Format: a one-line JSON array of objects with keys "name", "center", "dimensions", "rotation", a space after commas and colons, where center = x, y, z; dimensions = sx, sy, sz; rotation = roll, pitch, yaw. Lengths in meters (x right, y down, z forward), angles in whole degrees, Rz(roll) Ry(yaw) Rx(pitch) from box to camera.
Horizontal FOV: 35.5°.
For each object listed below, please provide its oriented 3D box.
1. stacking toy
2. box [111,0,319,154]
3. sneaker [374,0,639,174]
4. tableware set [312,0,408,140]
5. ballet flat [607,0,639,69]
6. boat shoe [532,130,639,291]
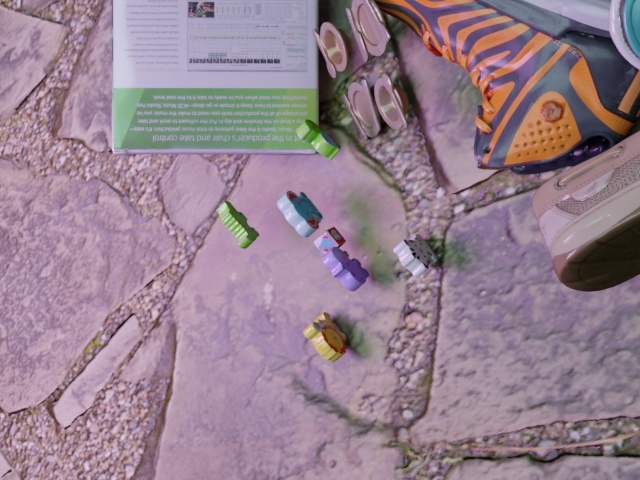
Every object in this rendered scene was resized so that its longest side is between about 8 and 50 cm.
[{"name": "stacking toy", "center": [0.000, 0.000, 1.089], "dimensions": [0.167, 0.052, 0.221], "rotation": [-44, 82, 27]}, {"name": "box", "center": [-0.117, -0.256, 1.125], "dimensions": [0.232, 0.058, 0.322], "rotation": [1, 89, -1]}, {"name": "sneaker", "center": [0.151, -0.164, 0.961], "dimensions": [0.321, 0.124, 0.180], "rotation": [24, 103, 31]}, {"name": "tableware set", "center": [0.044, -0.176, 1.041], "dimensions": [0.141, 0.020, 0.169], "rotation": [67, 161, -5]}, {"name": "ballet flat", "center": [0.421, -0.215, 0.751], "dimensions": [0.400, 0.139, 0.139], "rotation": [-9, 85, 20]}, {"name": "boat shoe", "center": [0.334, -0.084, 0.838], "dimensions": [0.341, 0.122, 0.110], "rotation": [-30, 50, 19]}]
